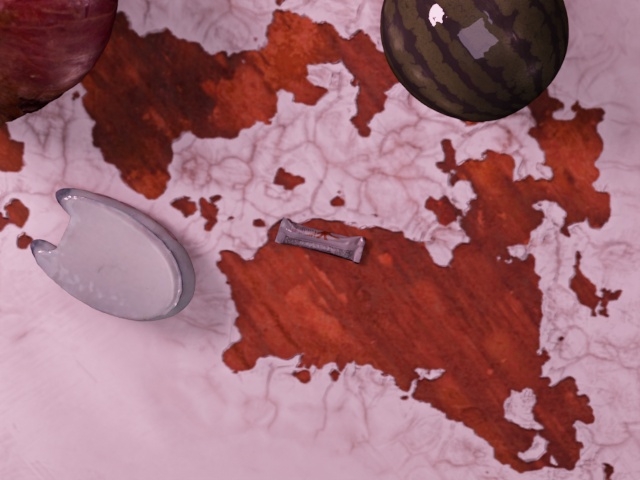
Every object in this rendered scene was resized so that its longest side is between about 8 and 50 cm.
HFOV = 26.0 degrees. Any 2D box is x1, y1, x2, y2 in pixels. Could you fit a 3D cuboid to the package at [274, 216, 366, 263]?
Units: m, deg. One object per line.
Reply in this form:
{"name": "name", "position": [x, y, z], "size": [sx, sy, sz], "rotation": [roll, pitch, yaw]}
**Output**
{"name": "package", "position": [0.000, 0.000, 1.721], "size": [0.110, 0.015, 0.037], "rotation": [14, 109, -8]}

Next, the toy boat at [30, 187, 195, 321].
{"name": "toy boat", "position": [-0.248, 0.020, 1.704], "size": [0.208, 0.079, 0.134], "rotation": [27, 100, 1]}

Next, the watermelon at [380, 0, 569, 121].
{"name": "watermelon", "position": [0.168, -0.237, 1.536], "size": [0.212, 0.212, 0.212], "rotation": [0, 111, -1]}

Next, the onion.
{"name": "onion", "position": [-0.400, -0.266, 1.423], "size": [0.348, 0.385, 0.347], "rotation": [5, 109, 14]}
